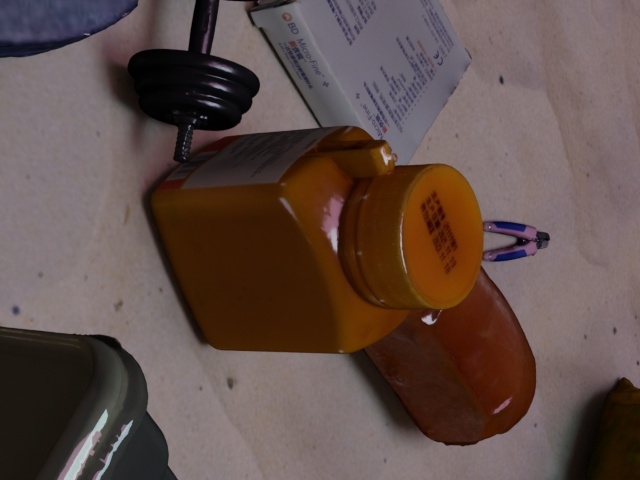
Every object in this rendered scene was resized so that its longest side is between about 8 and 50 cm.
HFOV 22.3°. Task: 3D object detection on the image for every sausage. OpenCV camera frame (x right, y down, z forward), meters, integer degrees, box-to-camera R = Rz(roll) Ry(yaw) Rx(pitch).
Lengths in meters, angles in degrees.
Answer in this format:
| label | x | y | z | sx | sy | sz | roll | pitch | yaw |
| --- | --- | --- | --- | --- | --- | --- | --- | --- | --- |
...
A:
| label | x | y | z | sx | sy | sz | roll | pitch | yaw |
| --- | --- | --- | --- | --- | --- | --- | --- | --- | --- |
| sausage | 0.098 | 0.071 | 1.377 | 0.258 | 0.133 | 0.133 | 53 | 52 | -30 |

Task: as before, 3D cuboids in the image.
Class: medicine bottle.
| label | x | y | z | sx | sy | sz | roll | pitch | yaw |
| --- | --- | --- | --- | --- | --- | --- | --- | --- | --- |
| medicine bottle | 0.000 | 0.000 | 1.183 | 0.112 | 0.222 | 0.149 | -42 | 120 | -42 |
| medicine bottle | 0.042 | -0.173 | 1.369 | 0.201 | 0.052 | 0.171 | 57 | 50 | -34 |

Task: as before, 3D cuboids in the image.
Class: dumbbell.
| label | x | y | z | sx | sy | sz | roll | pitch | yaw |
| --- | --- | --- | --- | --- | --- | --- | --- | --- | --- |
| dumbbell | -0.085 | -0.158 | 1.180 | 0.099 | 0.099 | 0.208 | 20 | 75 | -48 |

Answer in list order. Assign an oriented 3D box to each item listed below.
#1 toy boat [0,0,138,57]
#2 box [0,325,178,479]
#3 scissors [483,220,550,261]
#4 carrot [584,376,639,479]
| label | x | y | z | sx | sy | sz | roll | pitch | yaw |
| --- | --- | --- | --- | --- | --- | --- | --- | --- | --- |
| toy boat | -0.229 | -0.179 | 1.026 | 0.283 | 0.078 | 0.127 | 6 | 81 | -49 |
| box | -0.188 | 0.143 | 0.929 | 0.138 | 0.274 | 0.178 | -62 | 138 | -28 |
| scissors | 0.191 | 0.001 | 1.574 | 0.113 | 0.012 | 0.039 | 1 | 89 | -50 |
| carrot | 0.365 | 0.305 | 1.607 | 0.241 | 0.241 | 0.341 | 44 | 59 | -41 |
